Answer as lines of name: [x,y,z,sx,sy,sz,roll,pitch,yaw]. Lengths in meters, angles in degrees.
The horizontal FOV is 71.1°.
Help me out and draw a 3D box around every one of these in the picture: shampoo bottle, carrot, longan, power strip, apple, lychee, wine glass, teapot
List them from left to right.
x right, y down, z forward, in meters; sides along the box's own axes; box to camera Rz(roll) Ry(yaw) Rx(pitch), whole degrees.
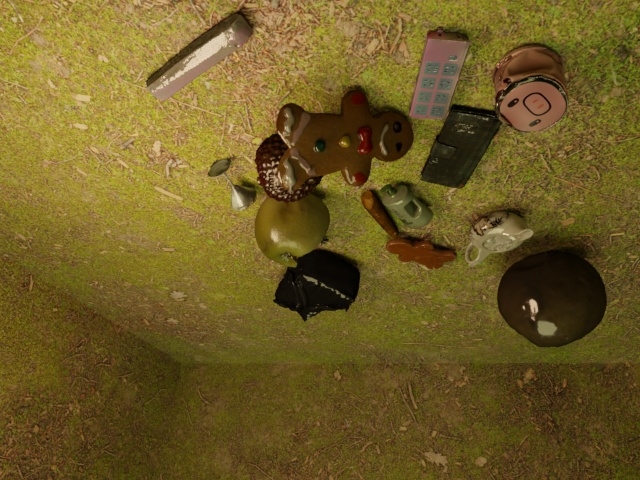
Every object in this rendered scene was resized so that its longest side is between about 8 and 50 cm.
wine glass: [-0.324,-0.208,1.641,0.122,0.122,0.183,-9,138,22]
apple: [-0.130,-0.054,1.699,0.233,0.257,0.295,26,143,-27]
lychee: [-0.089,-0.242,1.426,0.271,0.235,0.236,-29,135,27]
carrot: [0.243,-0.089,1.765,0.066,0.066,0.314,-12,145,26]
shampoo bottle: [0.309,-0.135,1.654,0.118,0.087,0.234,-18,140,37]
power strip: [0.318,-0.440,1.223,0.109,0.037,0.278,6,147,2]
teapot: [0.676,-0.009,1.734,0.209,0.165,0.299,9,139,-27]
longan: [0.939,0.231,1.833,0.404,0.403,0.436,-10,167,24]

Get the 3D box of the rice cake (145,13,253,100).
rice cake: [-0.346,-0.492,1.233,0.399,0.064,0.070,-18,146,33]

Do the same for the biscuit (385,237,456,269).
biscuit: [0.428,0.047,1.942,0.324,0.049,0.205,13,153,-19]

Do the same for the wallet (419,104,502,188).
wallet: [0.442,-0.288,1.433,0.169,0.044,0.317,9,147,-2]

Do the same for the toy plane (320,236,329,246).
toy plane: [0.000,0.000,1.970,0.083,0.031,0.078,-10,144,25]

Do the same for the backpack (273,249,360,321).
backpack: [-0.036,0.242,2.164,0.364,0.254,0.446,25,146,-16]

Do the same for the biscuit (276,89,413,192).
biscuit: [0.084,-0.292,1.307,0.432,0.064,0.282,-7,109,-16]

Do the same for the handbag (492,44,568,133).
handbag: [0.552,-0.395,1.180,0.205,0.116,0.179,26,144,-29]
